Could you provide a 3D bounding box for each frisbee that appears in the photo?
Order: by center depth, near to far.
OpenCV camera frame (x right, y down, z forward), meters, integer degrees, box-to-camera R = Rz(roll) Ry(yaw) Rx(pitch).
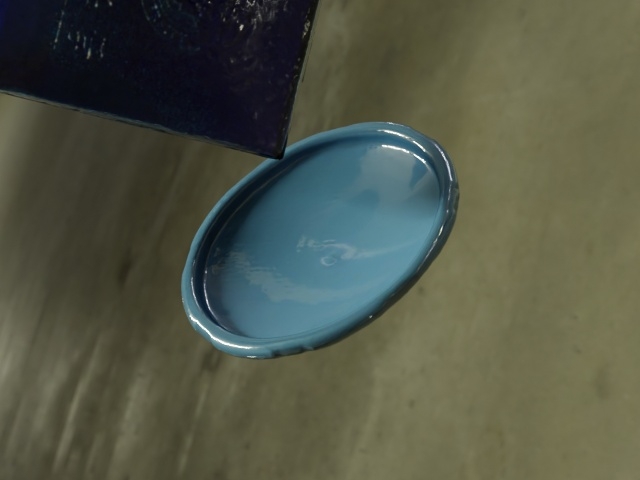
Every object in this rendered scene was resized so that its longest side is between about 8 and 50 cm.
[{"bbox_3d":[0.002,0.004,1.336,0.289,0.049,0.290,-20,40,18],"label":"frisbee"}]

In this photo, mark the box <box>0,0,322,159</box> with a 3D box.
[{"bbox_3d":[-0.138,-0.230,1.281,0.116,0.278,0.262,-79,3,-88],"label":"box"}]
